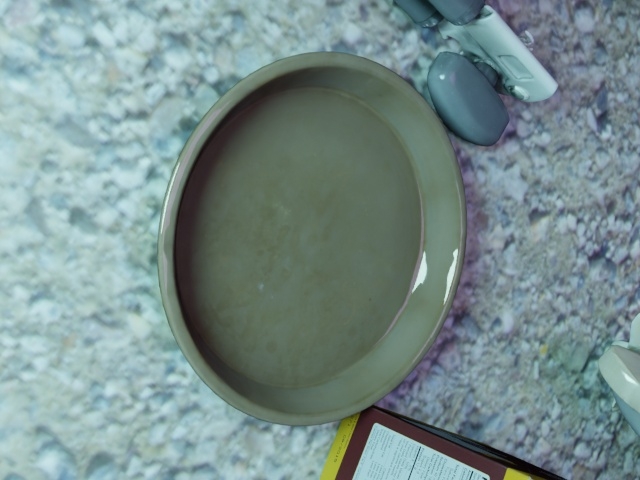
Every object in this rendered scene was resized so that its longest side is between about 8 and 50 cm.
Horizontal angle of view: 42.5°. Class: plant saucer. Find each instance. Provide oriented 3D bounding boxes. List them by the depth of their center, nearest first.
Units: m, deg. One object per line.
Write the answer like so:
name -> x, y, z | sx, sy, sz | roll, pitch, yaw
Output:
plant saucer -> 0.000, 0.000, 0.621 | 0.278, 0.041, 0.278 | -6, 101, -36

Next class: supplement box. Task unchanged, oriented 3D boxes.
supplement box -> 0.126, 0.233, 0.649 | 0.191, 0.194, 0.129 | 26, 82, -35

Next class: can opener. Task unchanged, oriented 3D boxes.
can opener -> 0.087, -0.180, 0.635 | 0.280, 0.074, 0.093 | 41, 74, -32

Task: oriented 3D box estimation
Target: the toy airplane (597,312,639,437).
toy airplane -> 0.475, 0.209, 0.851 | 0.384, 0.272, 0.386 | -25, 78, -43
